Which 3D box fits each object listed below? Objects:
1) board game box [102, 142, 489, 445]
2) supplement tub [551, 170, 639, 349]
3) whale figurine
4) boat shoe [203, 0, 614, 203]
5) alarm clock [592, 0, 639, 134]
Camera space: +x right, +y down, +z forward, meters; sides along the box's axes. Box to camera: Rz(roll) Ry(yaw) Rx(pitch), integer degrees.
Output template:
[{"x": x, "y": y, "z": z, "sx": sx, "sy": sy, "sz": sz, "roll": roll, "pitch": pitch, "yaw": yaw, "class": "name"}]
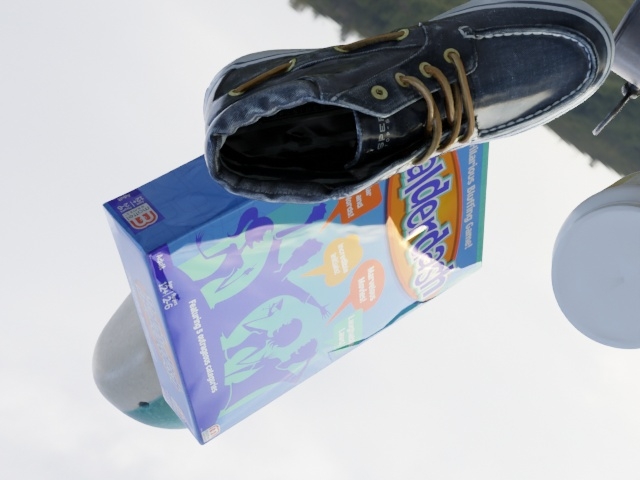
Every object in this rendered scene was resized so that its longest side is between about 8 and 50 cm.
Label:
[{"x": 0.000, "y": 0.000, "z": 0.556, "sx": 0.210, "sy": 0.160, "sz": 0.047, "roll": -31, "pitch": -129, "yaw": -21, "class": "board game box"}, {"x": 0.293, "y": 0.015, "z": 0.923, "sx": 0.144, "sy": 0.144, "sz": 0.199, "roll": 48, "pitch": -153, "yaw": 11, "class": "supplement tub"}, {"x": -0.123, "y": 0.079, "z": 1.070, "sx": 0.141, "sy": 0.216, "sz": 0.272, "roll": 44, "pitch": -141, "yaw": -21, "class": "whale figurine"}, {"x": 0.040, "y": -0.055, "z": 0.425, "sx": 0.083, "sy": 0.183, "sz": 0.065, "roll": -98, "pitch": -4, "yaw": -66, "class": "boat shoe"}, {"x": 0.207, "y": -0.125, "z": 0.567, "sx": 0.064, "sy": 0.192, "sz": 0.129, "roll": 38, "pitch": -132, "yaw": 7, "class": "alarm clock"}]
